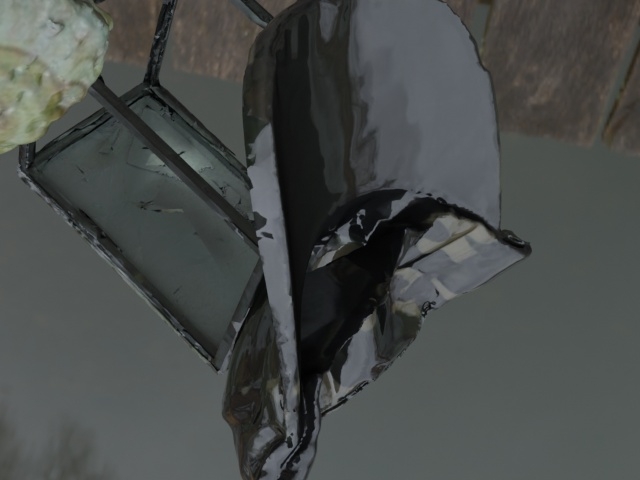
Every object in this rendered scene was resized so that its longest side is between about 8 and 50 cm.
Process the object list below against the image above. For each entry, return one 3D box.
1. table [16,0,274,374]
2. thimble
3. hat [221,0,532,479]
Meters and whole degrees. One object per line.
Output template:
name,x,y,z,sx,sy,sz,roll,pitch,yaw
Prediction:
table,-0.122,-0.092,1.104,0.335,0.222,0.272,43,147,10
thimble,-0.215,-0.126,0.573,0.191,0.137,0.143,-8,160,25
hat,0.000,0.000,0.856,0.257,0.366,0.381,-5,114,46
